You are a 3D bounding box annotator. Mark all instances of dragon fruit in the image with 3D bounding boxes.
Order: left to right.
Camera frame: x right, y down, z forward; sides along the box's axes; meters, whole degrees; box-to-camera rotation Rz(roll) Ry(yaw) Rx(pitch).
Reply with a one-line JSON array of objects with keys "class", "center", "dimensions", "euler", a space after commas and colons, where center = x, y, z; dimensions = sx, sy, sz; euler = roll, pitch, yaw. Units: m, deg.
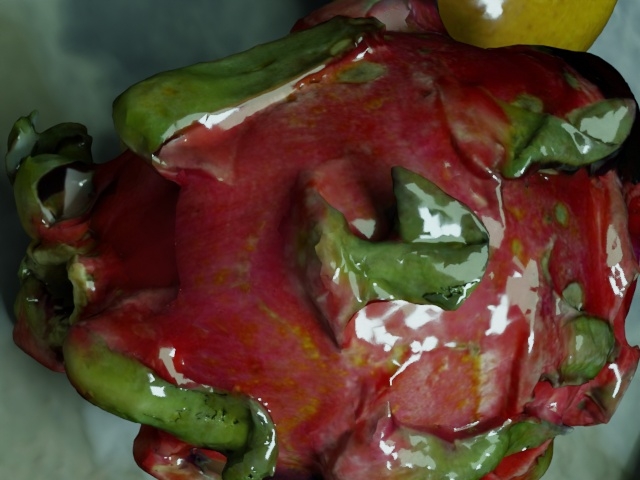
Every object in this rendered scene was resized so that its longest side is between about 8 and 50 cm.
[{"class": "dragon fruit", "center": [0.000, 0.000, 0.541], "dimensions": [0.172, 0.160, 0.166], "euler": [-5, 76, -29]}]

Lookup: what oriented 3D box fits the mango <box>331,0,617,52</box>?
[{"class": "mango", "center": [0.062, -0.120, 0.658], "dimensions": [0.115, 0.089, 0.165], "euler": [40, 57, -28]}]
